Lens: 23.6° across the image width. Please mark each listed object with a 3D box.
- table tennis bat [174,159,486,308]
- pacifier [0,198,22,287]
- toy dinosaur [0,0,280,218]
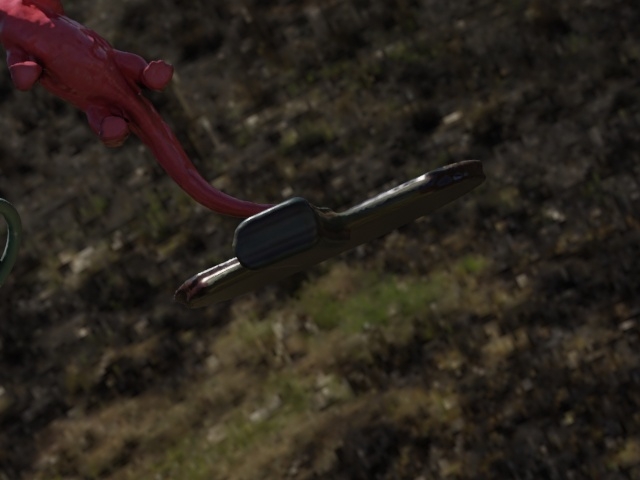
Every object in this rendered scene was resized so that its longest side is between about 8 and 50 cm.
[{"bbox_3d":[0.000,0.000,0.751,0.173,0.022,0.301,-24,-4,8],"label":"table tennis bat"},{"bbox_3d":[-0.280,0.001,1.078,0.127,0.150,0.116,-34,58,-23],"label":"pacifier"},{"bbox_3d":[-0.141,-0.100,1.038,0.070,0.286,0.139,-56,14,-2],"label":"toy dinosaur"}]
